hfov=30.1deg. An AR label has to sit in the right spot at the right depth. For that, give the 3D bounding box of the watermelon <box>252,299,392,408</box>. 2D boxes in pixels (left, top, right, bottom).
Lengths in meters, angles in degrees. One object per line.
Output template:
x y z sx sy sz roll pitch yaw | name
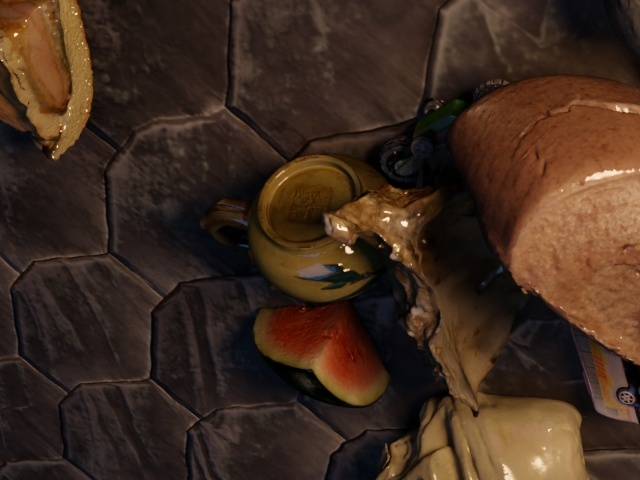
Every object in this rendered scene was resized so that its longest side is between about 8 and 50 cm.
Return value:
-0.015 0.146 1.507 0.145 0.137 0.193 -7 165 31 | watermelon

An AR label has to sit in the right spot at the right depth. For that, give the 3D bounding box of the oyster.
0.141 0.025 1.256 0.111 0.204 0.396 27 161 39 | oyster

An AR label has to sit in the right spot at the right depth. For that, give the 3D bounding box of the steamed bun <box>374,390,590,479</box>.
0.194 0.334 1.491 0.275 0.206 0.320 19 130 15 | steamed bun

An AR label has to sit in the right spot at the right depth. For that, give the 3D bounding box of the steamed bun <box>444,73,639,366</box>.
0.283 -0.040 1.085 0.301 0.251 0.199 28 122 -27 | steamed bun

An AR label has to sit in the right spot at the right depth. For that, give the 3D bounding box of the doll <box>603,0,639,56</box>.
0.380 -0.176 1.026 0.340 0.158 0.246 30 168 -19 | doll

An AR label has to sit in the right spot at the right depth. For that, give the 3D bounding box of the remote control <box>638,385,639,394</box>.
0.453 0.174 1.308 0.190 0.029 0.087 26 90 5 | remote control

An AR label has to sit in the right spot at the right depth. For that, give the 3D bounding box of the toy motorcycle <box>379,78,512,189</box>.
0.151 -0.099 1.243 0.106 0.074 0.190 40 135 -21 | toy motorcycle

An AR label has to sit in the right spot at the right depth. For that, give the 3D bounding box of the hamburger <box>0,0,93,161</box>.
-0.343 -0.210 1.380 0.155 0.135 0.208 21 151 32 | hamburger

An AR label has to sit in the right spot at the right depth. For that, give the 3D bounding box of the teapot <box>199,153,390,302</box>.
0.000 0.000 1.344 0.269 0.173 0.182 1 152 20 | teapot

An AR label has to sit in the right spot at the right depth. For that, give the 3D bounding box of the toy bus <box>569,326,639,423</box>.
0.330 0.129 1.347 0.072 0.057 0.172 3 129 37 | toy bus
